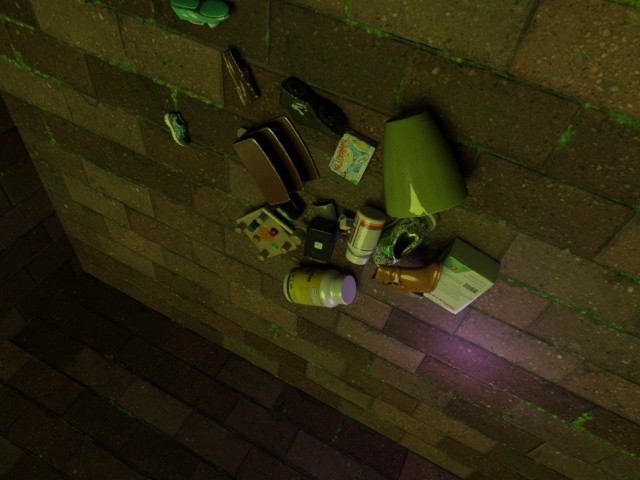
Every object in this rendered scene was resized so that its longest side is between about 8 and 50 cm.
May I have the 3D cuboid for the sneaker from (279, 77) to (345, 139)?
[{"bbox_3d":[-0.031,-0.456,1.642,0.286,0.109,0.130,42,149,5],"label":"sneaker"}]

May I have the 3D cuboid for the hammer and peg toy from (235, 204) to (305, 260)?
[{"bbox_3d":[-0.227,-0.055,2.171,0.361,0.127,0.266,-19,116,46],"label":"hammer and peg toy"}]

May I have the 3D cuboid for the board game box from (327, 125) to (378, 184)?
[{"bbox_3d":[0.119,-0.315,1.717,0.136,0.035,0.201,31,142,5],"label":"board game box"}]

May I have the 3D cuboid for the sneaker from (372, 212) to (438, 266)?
[{"bbox_3d":[0.298,0.017,1.816,0.158,0.182,0.410,34,143,1],"label":"sneaker"}]

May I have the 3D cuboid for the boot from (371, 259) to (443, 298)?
[{"bbox_3d":[0.332,0.124,1.765,0.220,0.109,0.283,22,155,-2],"label":"boot"}]

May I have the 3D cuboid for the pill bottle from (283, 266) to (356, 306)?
[{"bbox_3d":[-0.002,0.230,2.256,0.334,0.188,0.188,1,131,34],"label":"pill bottle"}]

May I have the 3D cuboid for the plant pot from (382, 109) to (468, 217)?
[{"bbox_3d":[0.314,-0.262,1.483,0.275,0.275,0.293,-2,114,38],"label":"plant pot"}]

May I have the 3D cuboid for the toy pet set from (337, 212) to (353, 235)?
[{"bbox_3d":[0.128,-0.073,1.966,0.114,0.065,0.122,16,159,-37],"label":"toy pet set"}]

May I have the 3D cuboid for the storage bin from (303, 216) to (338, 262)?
[{"bbox_3d":[0.000,0.000,1.992,0.122,0.084,0.180,16,134,7],"label":"storage bin"}]

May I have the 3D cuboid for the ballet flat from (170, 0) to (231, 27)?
[{"bbox_3d":[-0.402,-0.788,1.581,0.247,0.083,0.087,20,164,18],"label":"ballet flat"}]

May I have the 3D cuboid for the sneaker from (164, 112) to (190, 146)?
[{"bbox_3d":[-0.631,-0.500,2.053,0.076,0.065,0.166,-2,131,33],"label":"sneaker"}]

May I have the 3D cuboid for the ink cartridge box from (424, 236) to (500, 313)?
[{"bbox_3d":[0.543,0.147,1.826,0.201,0.117,0.278,33,142,3],"label":"ink cartridge box"}]

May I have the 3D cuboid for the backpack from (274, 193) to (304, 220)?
[{"bbox_3d":[-0.135,-0.147,2.029,0.114,0.105,0.084,46,163,-15],"label":"backpack"}]

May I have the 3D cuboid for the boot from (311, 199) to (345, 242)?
[{"bbox_3d":[0.003,-0.079,2.019,0.190,0.076,0.208,-10,132,25],"label":"boot"}]

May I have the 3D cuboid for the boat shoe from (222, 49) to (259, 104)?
[{"bbox_3d":[-0.293,-0.609,1.692,0.073,0.073,0.207,-21,128,4],"label":"boat shoe"}]

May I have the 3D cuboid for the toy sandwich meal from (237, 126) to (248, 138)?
[{"bbox_3d":[-0.310,-0.438,1.909,0.085,0.029,0.085,24,142,21],"label":"toy sandwich meal"}]

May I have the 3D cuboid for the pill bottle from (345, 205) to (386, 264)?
[{"bbox_3d":[0.180,-0.019,1.866,0.121,0.121,0.221,25,122,13],"label":"pill bottle"}]

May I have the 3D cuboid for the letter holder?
[{"bbox_3d":[-0.167,-0.318,1.833,0.214,0.152,0.302,-6,126,38],"label":"letter holder"}]
